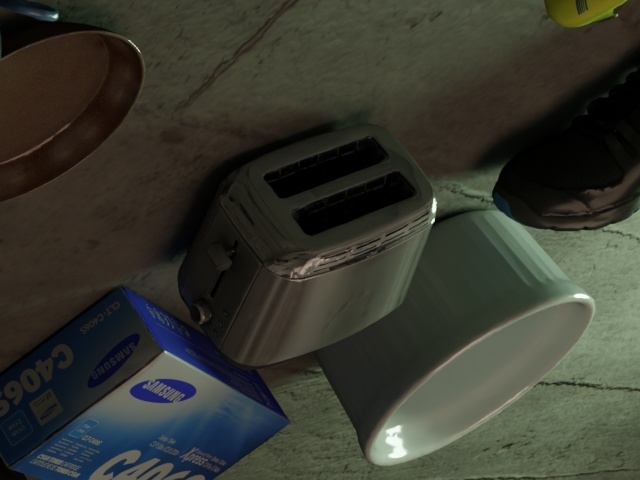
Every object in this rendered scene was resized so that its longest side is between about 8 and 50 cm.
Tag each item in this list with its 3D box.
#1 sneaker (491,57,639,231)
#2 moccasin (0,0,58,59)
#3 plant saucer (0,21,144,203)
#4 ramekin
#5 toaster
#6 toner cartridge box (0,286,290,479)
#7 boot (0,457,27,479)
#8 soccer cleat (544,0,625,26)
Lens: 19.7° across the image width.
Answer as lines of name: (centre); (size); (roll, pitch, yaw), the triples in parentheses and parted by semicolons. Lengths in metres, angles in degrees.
sneaker: (0.307, -0.122, 1.747); (0.341, 0.125, 0.140); (-25, 129, -16)
moccasin: (-0.227, -0.115, 0.965); (0.117, 0.138, 0.342); (-24, 170, -36)
plant saucer: (-0.191, -0.084, 1.177); (0.168, 0.029, 0.168); (-29, 157, -13)
ramekin: (0.127, 0.093, 1.860); (0.277, 0.135, 0.277); (-29, 158, -13)
toaster: (0.000, 0.000, 1.495); (0.227, 0.129, 0.146); (-20, 152, -30)
toner cartridge box: (-0.159, 0.154, 1.657); (0.165, 0.075, 0.348); (-38, 158, 5)
boot: (-0.409, 0.286, 1.531); (0.222, 0.118, 0.338); (-41, 154, 29)
soccer cleat: (0.230, -0.269, 1.357); (0.121, 0.093, 0.289); (15, 142, -21)
